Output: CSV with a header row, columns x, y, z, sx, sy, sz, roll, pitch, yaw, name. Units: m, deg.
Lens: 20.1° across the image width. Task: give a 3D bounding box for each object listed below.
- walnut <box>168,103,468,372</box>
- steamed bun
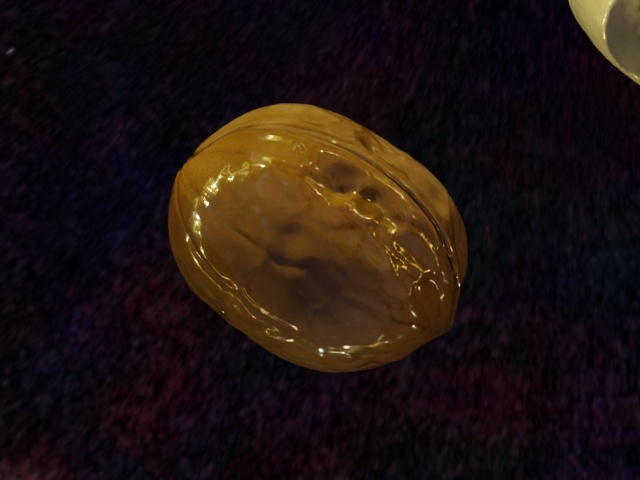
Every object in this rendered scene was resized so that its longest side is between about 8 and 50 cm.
x,y,z,sx,sy,sz,roll,pitch,yaw,name
0.000,0.000,1.196,0.207,0.167,0.167,31,110,0,walnut
0.382,-0.214,1.823,0.250,0.200,0.155,28,107,-14,steamed bun
